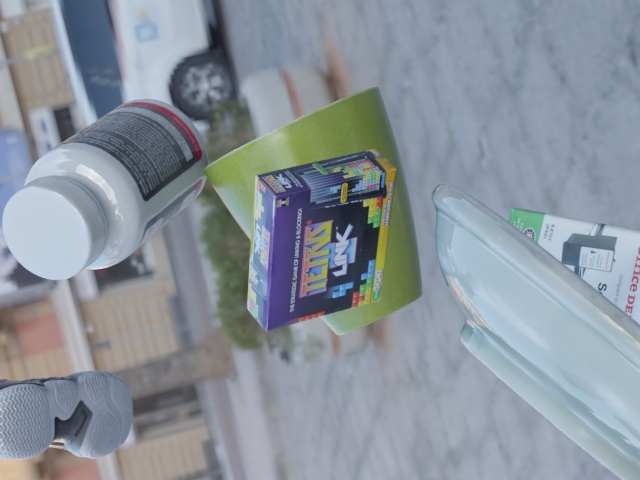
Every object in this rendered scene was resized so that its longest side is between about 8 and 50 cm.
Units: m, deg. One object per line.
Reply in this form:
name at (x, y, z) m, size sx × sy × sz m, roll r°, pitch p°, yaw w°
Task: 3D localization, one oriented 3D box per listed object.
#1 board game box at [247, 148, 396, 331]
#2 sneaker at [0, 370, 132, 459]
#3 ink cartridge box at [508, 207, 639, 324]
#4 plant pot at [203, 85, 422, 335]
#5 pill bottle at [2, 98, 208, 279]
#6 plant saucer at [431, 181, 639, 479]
board game box at (0.000, 0.000, 1.477) m, size 0.048 × 0.141 × 0.170 m, roll 46°, pitch 142°, yaw 44°
sneaker at (-0.337, 0.195, 1.653) m, size 0.269 × 0.153 × 0.101 m, roll 9°, pitch -95°, yaw -63°
ink cartridge box at (0.323, 0.052, 1.734) m, size 0.208 × 0.087 × 0.153 m, roll 12°, pitch 90°, yaw 38°
plant pot at (0.021, -0.026, 2.027) m, size 0.293 × 0.275 × 0.275 m, roll 64°, pitch 173°, yaw -1°
pill bottle at (-0.293, -0.067, 1.959) m, size 0.318 × 0.176 × 0.176 m, roll -47°, pitch -50°, yaw -59°
plant saucer at (0.226, 0.112, 1.198) m, size 0.400 × 0.100 × 0.400 m, roll 39°, pitch -178°, yaw -1°
